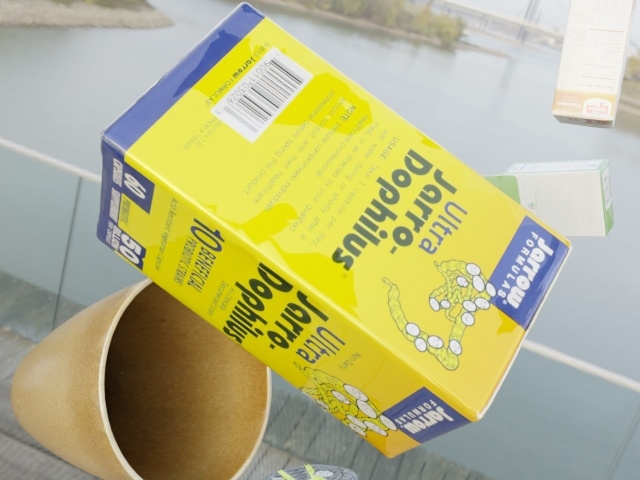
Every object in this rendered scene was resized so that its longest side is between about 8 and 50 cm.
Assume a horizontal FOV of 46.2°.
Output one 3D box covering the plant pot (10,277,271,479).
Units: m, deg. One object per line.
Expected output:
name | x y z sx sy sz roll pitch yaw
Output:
plant pot | -0.226 0.163 0.846 0.254 0.237 0.237 -10 0 37

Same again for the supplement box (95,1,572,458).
supplement box | 0.000 0.000 0.676 0.356 0.194 0.195 36 61 1

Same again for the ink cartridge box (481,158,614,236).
ink cartridge box | 0.355 -0.066 1.206 0.209 0.109 0.062 0 23 34

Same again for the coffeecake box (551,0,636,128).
coffeecake box | 0.317 -0.227 0.857 0.068 0.185 0.142 10 8 20

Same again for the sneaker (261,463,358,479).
sneaker | -0.062 0.462 1.093 0.145 0.147 0.385 -1 17 33
